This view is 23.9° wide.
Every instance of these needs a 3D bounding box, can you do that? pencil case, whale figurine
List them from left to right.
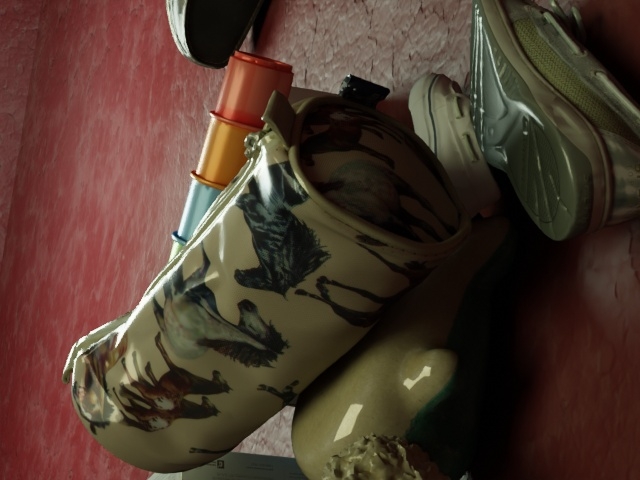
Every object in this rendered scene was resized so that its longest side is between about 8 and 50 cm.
[{"bbox_3d":[-0.062,0.045,1.254,0.410,0.183,0.160,-45,8,40],"label":"pencil case"},{"bbox_3d":[0.093,0.106,1.276,0.272,0.141,0.216,-57,15,-5],"label":"whale figurine"}]

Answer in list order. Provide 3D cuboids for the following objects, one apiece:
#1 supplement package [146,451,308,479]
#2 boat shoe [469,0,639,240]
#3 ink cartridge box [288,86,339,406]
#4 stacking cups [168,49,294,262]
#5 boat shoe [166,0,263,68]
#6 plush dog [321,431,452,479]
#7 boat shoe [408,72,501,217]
[{"bbox_3d":[-0.072,0.358,1.441,0.198,0.199,0.262,133,140,-55],"label":"supplement package"},{"bbox_3d":[0.184,-0.106,1.163,0.320,0.103,0.118,-110,17,-60],"label":"boat shoe"},{"bbox_3d":[0.000,0.000,1.503,0.307,0.129,0.223,-124,47,-60],"label":"ink cartridge box"},{"bbox_3d":[-0.093,-0.022,1.451,0.096,0.096,0.316,-138,61,-64],"label":"stacking cups"},{"bbox_3d":[-0.106,-0.383,1.917,0.130,0.132,0.355,-129,51,-62],"label":"boat shoe"},{"bbox_3d":[0.047,0.286,1.067,0.211,0.225,0.262,-11,98,62],"label":"plush dog"},{"bbox_3d":[0.126,-0.081,1.311,0.076,0.083,0.226,-20,33,17],"label":"boat shoe"}]
